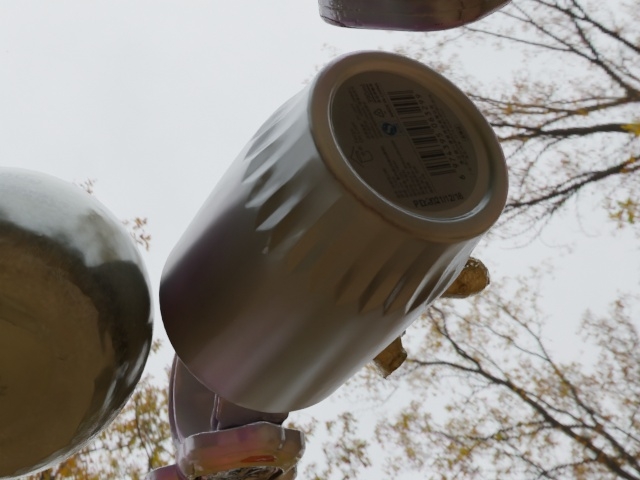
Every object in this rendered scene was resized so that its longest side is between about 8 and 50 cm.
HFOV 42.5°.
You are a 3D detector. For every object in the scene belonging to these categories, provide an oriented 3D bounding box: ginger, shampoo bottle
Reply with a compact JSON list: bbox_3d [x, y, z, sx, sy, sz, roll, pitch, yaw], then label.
[{"bbox_3d":[0.058,0.052,1.300,0.363,0.348,0.122,26,-66,18],"label":"ginger"},{"bbox_3d":[-0.337,0.085,0.864,0.322,0.317,0.323,-1,-84,-13],"label":"shampoo bottle"}]

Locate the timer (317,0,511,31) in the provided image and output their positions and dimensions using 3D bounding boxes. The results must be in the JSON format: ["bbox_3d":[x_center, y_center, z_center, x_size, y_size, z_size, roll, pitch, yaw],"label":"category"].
[{"bbox_3d":[0.110,-0.295,0.958,0.190,0.208,0.069,-38,-51,-44],"label":"timer"}]

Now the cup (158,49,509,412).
[{"bbox_3d":[0.000,0.000,0.840,0.253,0.371,0.253,14,-126,-20],"label":"cup"}]

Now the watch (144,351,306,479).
[{"bbox_3d":[-0.121,0.230,1.115,0.210,0.218,0.248,6,-36,-27],"label":"watch"}]
